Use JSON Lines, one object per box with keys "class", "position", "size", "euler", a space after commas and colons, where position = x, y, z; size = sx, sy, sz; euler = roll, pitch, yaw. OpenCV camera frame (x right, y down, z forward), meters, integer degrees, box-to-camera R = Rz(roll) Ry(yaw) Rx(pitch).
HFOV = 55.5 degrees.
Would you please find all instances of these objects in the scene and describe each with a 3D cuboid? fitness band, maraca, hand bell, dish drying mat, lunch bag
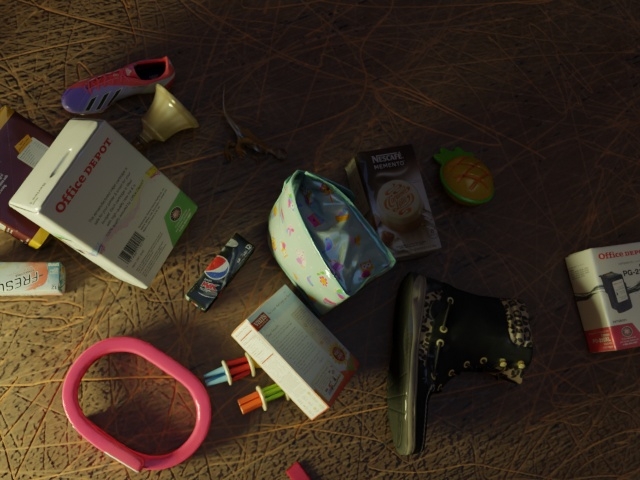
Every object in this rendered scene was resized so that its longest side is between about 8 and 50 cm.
{"class": "fitness band", "position": [-0.352, 0.316, 1.181], "size": [0.291, 0.054, 0.209], "euler": [35, 69, -2]}
{"class": "maraca", "position": [0.336, -0.155, 1.426], "size": [0.127, 0.099, 0.186], "euler": [-3, 51, -18]}
{"class": "hand bell", "position": [-0.386, -0.205, 1.295], "size": [0.126, 0.126, 0.242], "euler": [43, 85, 1]}
{"class": "dish drying mat", "position": [-0.033, 0.488, 1.224], "size": [0.032, 0.008, 0.083], "euler": [-37, 85, -19]}
{"class": "lunch bag", "position": [0.000, 0.000, 1.245], "size": [0.160, 0.223, 0.262], "euler": [-32, 83, -23]}

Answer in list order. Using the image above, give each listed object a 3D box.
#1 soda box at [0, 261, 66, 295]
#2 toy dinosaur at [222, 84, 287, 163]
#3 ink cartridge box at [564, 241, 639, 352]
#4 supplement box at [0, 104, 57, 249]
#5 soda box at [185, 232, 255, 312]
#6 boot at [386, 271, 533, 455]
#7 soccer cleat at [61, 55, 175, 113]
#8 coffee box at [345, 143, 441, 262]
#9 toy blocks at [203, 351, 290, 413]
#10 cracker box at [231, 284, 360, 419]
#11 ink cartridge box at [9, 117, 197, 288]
{"class": "soda box", "position": [-0.596, 0.075, 1.181], "size": [0.183, 0.063, 0.058], "euler": [0, 76, -12]}
{"class": "toy dinosaur", "position": [-0.173, -0.233, 1.363], "size": [0.211, 0.064, 0.112], "euler": [40, 55, -10]}
{"class": "ink cartridge box", "position": [0.700, 0.130, 1.424], "size": [0.172, 0.100, 0.237], "euler": [-7, 77, -14]}
{"class": "supplement box", "position": [-0.577, -0.115, 1.171], "size": [0.194, 0.129, 0.191], "euler": [36, 70, -21]}
{"class": "soda box", "position": [-0.208, 0.067, 1.268], "size": [0.053, 0.060, 0.169], "euler": [37, 72, 0]}
{"class": "boot", "position": [0.294, 0.268, 1.289], "size": [0.284, 0.138, 0.377], "euler": [9, 69, -10]}
{"class": "soccer cleat", "position": [-0.434, -0.339, 1.306], "size": [0.248, 0.095, 0.083], "euler": [-19, 79, -17]}
{"class": "coffee box", "position": [0.159, -0.076, 1.363], "size": [0.141, 0.098, 0.247], "euler": [-12, 78, -15]}
{"class": "toy blocks", "position": [-0.150, 0.291, 1.226], "size": [0.148, 0.054, 0.123], "euler": [-18, 80, -16]}
{"class": "cracker box", "position": [-0.045, 0.219, 1.222], "size": [0.232, 0.067, 0.155], "euler": [47, 35, 2]}
{"class": "ink cartridge box", "position": [-0.397, -0.067, 1.150], "size": [0.117, 0.278, 0.201], "euler": [13, 67, 38]}
